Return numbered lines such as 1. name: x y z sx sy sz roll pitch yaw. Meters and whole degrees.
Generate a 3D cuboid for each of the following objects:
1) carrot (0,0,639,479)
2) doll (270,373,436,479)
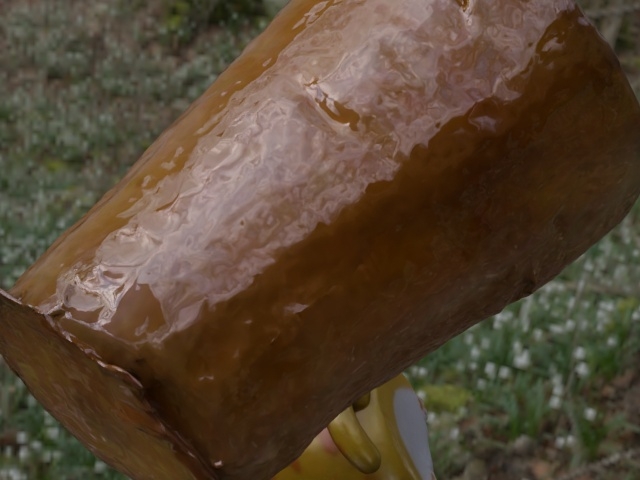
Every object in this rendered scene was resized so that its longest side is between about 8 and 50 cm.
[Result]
1. carrot: 0.000 0.000 0.651 0.196 0.196 0.254 31 59 26
2. doll: -0.019 0.208 1.279 0.162 0.269 0.167 32 33 -28
